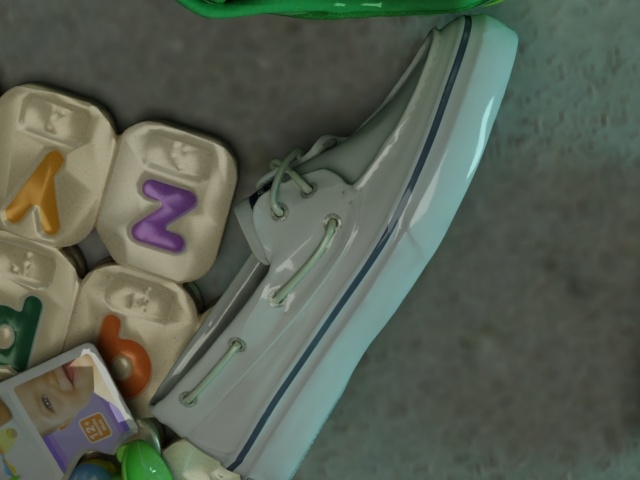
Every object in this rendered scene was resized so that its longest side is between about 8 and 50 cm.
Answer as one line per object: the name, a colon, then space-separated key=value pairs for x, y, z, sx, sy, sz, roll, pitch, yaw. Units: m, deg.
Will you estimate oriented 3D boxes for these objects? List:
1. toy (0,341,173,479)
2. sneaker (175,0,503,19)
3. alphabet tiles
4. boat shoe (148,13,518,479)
toy: x=-0.177 y=0.155 z=0.778 sx=0.237 sy=0.056 sz=0.137 roll=-25 pitch=100 yaw=15
sneaker: x=-0.055 y=-0.152 z=0.644 sx=0.295 sy=0.123 sz=0.109 roll=12 pitch=110 yaw=6
alphabet tiles: x=-0.149 y=0.059 z=0.785 sx=0.284 sy=0.021 sz=0.278 roll=17 pitch=108 yaw=3
boat shoe: x=0.000 y=0.000 z=0.695 sx=0.076 sy=0.083 sz=0.226 roll=26 pitch=102 yaw=-7
